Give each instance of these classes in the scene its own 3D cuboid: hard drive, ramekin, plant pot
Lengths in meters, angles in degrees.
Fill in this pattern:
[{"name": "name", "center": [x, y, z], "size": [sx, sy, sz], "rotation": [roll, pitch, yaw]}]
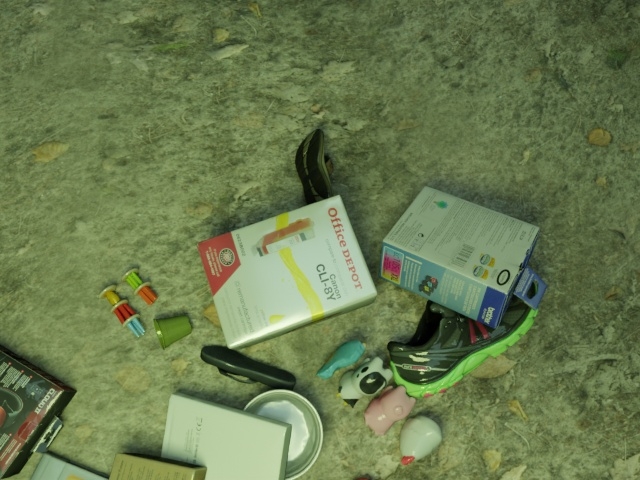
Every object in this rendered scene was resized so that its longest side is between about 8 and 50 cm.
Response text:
[{"name": "hard drive", "center": [-0.222, 0.483, 1.178], "size": [0.307, 0.040, 0.203], "rotation": [8, 88, 22]}, {"name": "ramekin", "center": [-0.099, 0.467, 1.255], "size": [0.206, 0.109, 0.208], "rotation": [1, 75, -4]}, {"name": "plant pot", "center": [-0.373, 0.225, 1.320], "size": [0.079, 0.083, 0.083], "rotation": [-18, 75, -26]}]

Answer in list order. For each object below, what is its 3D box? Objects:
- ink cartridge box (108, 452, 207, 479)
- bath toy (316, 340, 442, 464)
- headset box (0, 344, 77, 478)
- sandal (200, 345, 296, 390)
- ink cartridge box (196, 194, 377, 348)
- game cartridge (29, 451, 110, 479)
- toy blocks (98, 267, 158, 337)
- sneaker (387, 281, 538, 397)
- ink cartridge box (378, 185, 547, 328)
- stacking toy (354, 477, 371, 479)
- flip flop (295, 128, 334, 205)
[{"name": "ink cartridge box", "center": [-0.369, 0.594, 1.112], "size": [0.193, 0.088, 0.235], "rotation": [7, 72, 12]}, {"name": "bath toy", "center": [0.150, 0.419, 1.302], "size": [0.348, 0.151, 0.129], "rotation": [46, 58, 0]}, {"name": "headset box", "center": [-0.737, 0.382, 1.190], "size": [0.293, 0.110, 0.218], "rotation": [30, 71, 2]}, {"name": "sandal", "center": [-0.188, 0.334, 1.305], "size": [0.254, 0.097, 0.055], "rotation": [22, 97, 0]}, {"name": "ink cartridge box", "center": [-0.080, 0.083, 1.322], "size": [0.384, 0.160, 0.280], "rotation": [-19, 77, -3]}, {"name": "game cartridge", "center": [-0.536, 0.631, 1.172], "size": [0.297, 0.062, 0.198], "rotation": [22, 66, -1]}, {"name": "toy blocks", "center": [-0.474, 0.162, 1.332], "size": [0.123, 0.054, 0.148], "rotation": [-40, 82, -18]}, {"name": "sneaker", "center": [0.384, 0.217, 1.373], "size": [0.482, 0.185, 0.202], "rotation": [-32, 88, -18]}, {"name": "ink cartridge box", "center": [0.387, 0.045, 1.350], "size": [0.395, 0.151, 0.270], "rotation": [23, 50, 25]}, {"name": "stacking toy", "center": [0.110, 0.734, 1.203], "size": [0.141, 0.141, 0.331], "rotation": [-3, 65, -10]}, {"name": "flip flop", "center": [-0.002, -0.197, 1.503], "size": [0.080, 0.112, 0.277], "rotation": [16, 51, -45]}]
